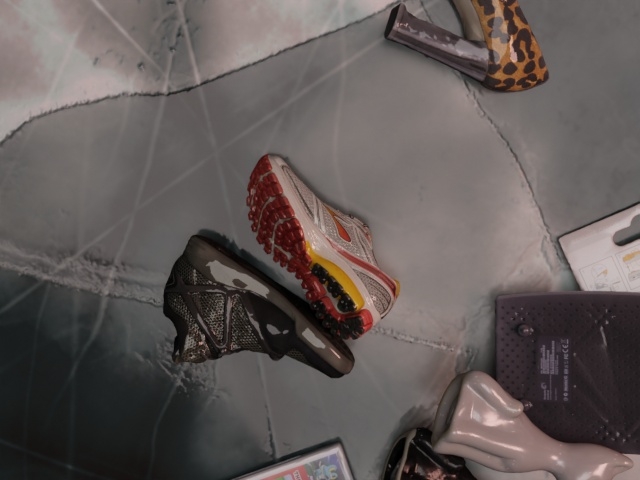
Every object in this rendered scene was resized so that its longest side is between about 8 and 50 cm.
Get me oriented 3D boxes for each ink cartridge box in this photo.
[{"bbox_3d":[0.396,0.072,1.368,0.189,0.066,0.232,-23,76,4],"label":"ink cartridge box"}]

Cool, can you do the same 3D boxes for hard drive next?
[{"bbox_3d":[0.314,0.138,1.315,0.254,0.054,0.172,0,91,28],"label":"hard drive"}]

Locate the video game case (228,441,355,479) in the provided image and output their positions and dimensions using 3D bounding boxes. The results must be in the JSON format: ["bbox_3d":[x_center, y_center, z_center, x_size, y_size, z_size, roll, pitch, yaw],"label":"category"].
[{"bbox_3d":[-0.029,0.354,1.411,0.183,0.023,0.201,-20,94,3],"label":"video game case"}]

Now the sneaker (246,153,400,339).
[{"bbox_3d":[0.000,0.000,1.352,0.092,0.088,0.225,-30,82,-37],"label":"sneaker"}]

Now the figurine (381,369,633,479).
[{"bbox_3d":[0.201,0.250,1.324,0.209,0.092,0.215,25,137,-8],"label":"figurine"}]

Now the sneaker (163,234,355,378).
[{"bbox_3d":[-0.078,0.105,1.356,0.227,0.087,0.130,33,97,1],"label":"sneaker"}]

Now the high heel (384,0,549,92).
[{"bbox_3d":[0.198,-0.297,1.317,0.186,0.093,0.261,22,93,-13],"label":"high heel"}]
